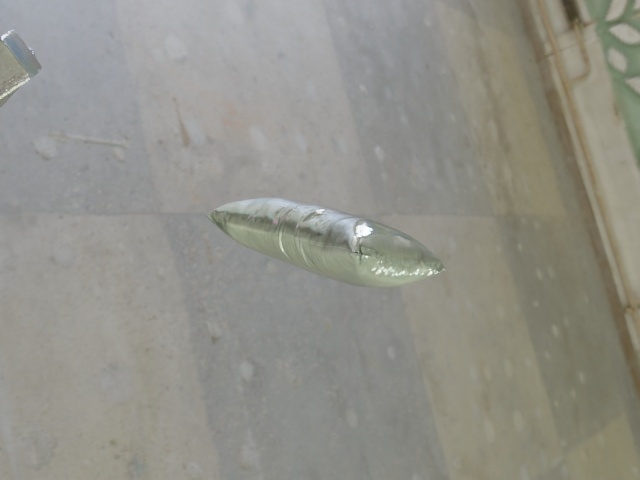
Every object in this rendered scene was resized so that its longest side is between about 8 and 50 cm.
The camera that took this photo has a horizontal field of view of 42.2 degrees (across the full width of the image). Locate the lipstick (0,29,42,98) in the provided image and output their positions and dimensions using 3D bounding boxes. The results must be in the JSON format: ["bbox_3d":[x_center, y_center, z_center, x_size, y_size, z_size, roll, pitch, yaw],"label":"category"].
[{"bbox_3d":[-0.521,-0.165,1.098,0.066,0.317,0.068,56,10,-22],"label":"lipstick"}]

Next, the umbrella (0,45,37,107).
[{"bbox_3d":[-0.605,-0.209,1.395,0.073,0.337,0.067,40,16,-33],"label":"umbrella"}]

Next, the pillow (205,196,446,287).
[{"bbox_3d":[0.000,0.000,0.938,0.144,0.254,0.078,17,90,-47],"label":"pillow"}]
